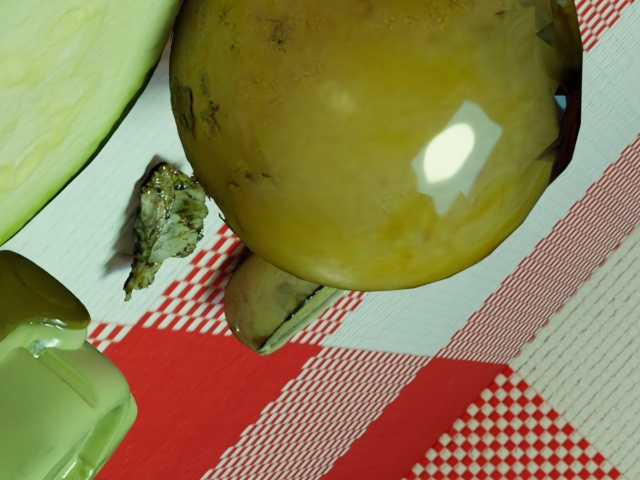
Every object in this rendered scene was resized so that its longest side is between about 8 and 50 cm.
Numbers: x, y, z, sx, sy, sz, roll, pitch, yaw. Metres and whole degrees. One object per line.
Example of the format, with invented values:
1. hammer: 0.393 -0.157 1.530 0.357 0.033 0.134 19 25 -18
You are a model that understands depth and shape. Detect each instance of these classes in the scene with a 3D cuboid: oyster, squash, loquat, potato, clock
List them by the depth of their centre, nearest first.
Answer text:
1. squash: -0.166 -0.069 0.911 0.252 0.049 0.252 -44 166 -15
2. loquat: 0.031 -0.091 1.023 0.235 0.235 0.235 -42 164 -15
3. clock: -0.221 0.147 1.053 0.286 0.117 0.348 -51 175 -16
4. oyster: -0.102 -0.013 1.246 0.086 0.029 0.132 -37 160 -50
5. potato: 0.000 0.000 1.459 0.200 0.081 0.164 -45 173 7
